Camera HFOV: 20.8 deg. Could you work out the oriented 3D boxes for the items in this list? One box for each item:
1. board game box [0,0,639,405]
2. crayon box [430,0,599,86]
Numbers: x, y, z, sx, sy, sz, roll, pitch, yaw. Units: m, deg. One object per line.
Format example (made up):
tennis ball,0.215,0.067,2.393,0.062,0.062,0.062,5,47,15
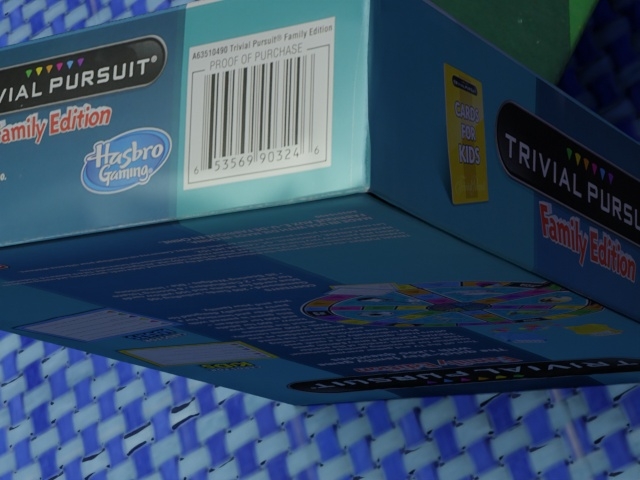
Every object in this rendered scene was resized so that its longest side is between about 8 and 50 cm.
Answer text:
board game box,0.000,0.000,0.720,0.254,0.336,0.079,-7,74,32
crayon box,0.103,-0.177,0.855,0.318,0.081,0.202,-63,7,-10
